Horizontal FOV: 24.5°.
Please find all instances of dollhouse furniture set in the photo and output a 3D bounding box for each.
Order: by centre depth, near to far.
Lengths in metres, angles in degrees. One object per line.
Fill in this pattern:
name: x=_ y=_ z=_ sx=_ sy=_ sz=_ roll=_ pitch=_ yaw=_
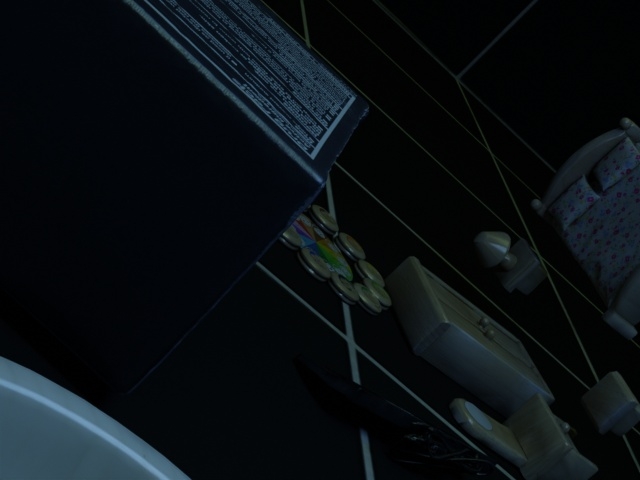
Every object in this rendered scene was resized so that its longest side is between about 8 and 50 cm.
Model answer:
dollhouse furniture set: x=0.253 y=0.006 z=1.388 sx=0.174 sy=0.355 sz=0.303 roll=36 pitch=18 yaw=-31

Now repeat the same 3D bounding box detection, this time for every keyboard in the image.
keyboard: x=0.060 y=0.148 z=1.134 sx=0.192 sy=0.038 sz=0.100 roll=31 pitch=-3 yaw=-41

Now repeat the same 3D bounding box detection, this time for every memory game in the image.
memory game: x=0.000 y=0.000 z=1.387 sx=0.186 sy=0.012 sz=0.186 roll=41 pitch=15 yaw=-14

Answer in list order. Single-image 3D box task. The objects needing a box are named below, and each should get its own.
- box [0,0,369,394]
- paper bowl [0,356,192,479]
box: x=-0.144 y=-0.100 z=0.912 sx=0.296 sy=0.183 sz=0.294 roll=43 pitch=13 yaw=-4
paper bowl: x=-0.094 y=0.169 z=0.377 sx=0.284 sy=0.148 sz=0.284 roll=41 pitch=14 yaw=-13
